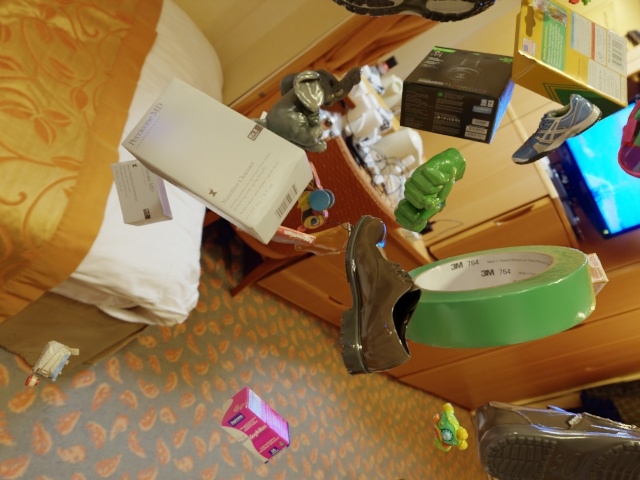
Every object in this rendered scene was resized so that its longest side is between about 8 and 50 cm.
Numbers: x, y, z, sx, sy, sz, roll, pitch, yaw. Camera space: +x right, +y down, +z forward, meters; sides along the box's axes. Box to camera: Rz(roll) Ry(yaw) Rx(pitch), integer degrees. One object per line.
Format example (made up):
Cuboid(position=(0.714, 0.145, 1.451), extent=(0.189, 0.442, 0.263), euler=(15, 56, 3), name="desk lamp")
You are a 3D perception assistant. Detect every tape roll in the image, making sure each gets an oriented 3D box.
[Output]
Cuboid(position=(0.283, 0.086, 0.750), extent=(0.321, 0.321, 0.077), euler=(-26, 104, -64), name="tape roll")

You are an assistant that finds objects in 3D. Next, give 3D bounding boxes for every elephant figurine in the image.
Cuboid(position=(-0.030, -0.351, 1.066), extent=(0.186, 0.169, 0.240), euler=(8, 102, -65), name="elephant figurine")

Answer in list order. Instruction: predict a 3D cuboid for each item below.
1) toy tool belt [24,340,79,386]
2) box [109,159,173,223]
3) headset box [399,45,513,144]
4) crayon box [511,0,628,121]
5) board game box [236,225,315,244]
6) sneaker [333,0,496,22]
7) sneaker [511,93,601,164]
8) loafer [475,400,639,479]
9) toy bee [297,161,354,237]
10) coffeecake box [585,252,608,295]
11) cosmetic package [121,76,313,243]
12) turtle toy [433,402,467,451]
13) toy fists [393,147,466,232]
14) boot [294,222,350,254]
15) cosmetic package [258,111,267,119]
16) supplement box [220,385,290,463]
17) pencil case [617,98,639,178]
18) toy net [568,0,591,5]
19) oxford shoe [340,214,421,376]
Cuboid(position=(-0.459, 0.218, 0.745), extent=(0.051, 0.052, 0.083), euler=(34, 78, -31), name="toy tool belt")
Cuboid(position=(-0.541, -0.143, 1.326), extent=(0.182, 0.119, 0.181), euler=(174, -98, -78), name="box")
Cuboid(position=(0.382, -0.407, 1.176), extent=(0.283, 0.246, 0.131), euler=(-52, 151, -38), name="headset box")
Cuboid(position=(0.573, -0.439, 1.028), extent=(0.322, 0.083, 0.203), euler=(18, 72, -16), name="crayon box")
Cuboid(position=(-0.135, -0.021, 1.220), extent=(0.145, 0.281, 0.027), euler=(19, 84, -23), name="board game box")
Cuboid(position=(0.171, -0.593, 0.921), extent=(0.158, 0.410, 0.182), euler=(173, -76, -85), name="sneaker")
Cuboid(position=(0.548, -0.264, 1.042), extent=(0.081, 0.211, 0.080), euler=(40, 40, -12), name="sneaker")
Cuboid(position=(0.430, 0.337, 0.739), extent=(0.365, 0.134, 0.130), euler=(16, 19, -9), name="loafer")
Cuboid(position=(-0.029, -0.106, 1.451), extent=(0.298, 0.162, 0.195), euler=(64, 16, 21), name="toy bee")
Cuboid(position=(0.486, 0.101, 0.935), extent=(0.142, 0.185, 0.068), euler=(67, 16, -58), name="coffeecake box")
Cuboid(position=(-0.236, -0.186, 1.023), extent=(0.385, 0.217, 0.156), euler=(30, -9, 11), name="cosmetic package")
Cuboid(position=(0.317, 0.481, 1.086), extent=(0.095, 0.066, 0.130), euler=(-115, -170, -52), name="turtle toy")
Cuboid(position=(0.275, -0.114, 1.126), extent=(0.096, 0.142, 0.279), euler=(55, -18, 20), name="toy fists")
Cuboid(position=(0.000, -0.001, 1.814), extent=(0.211, 0.295, 0.104), euler=(4, 70, -11), name="boot")
Cuboid(position=(-0.237, -0.345, 1.580), extent=(0.085, 0.231, 0.117), euler=(28, 49, -17), name="cosmetic package")
Cuboid(position=(-0.214, 0.609, 1.433), extent=(0.220, 0.111, 0.114), euler=(48, 6, -18), name="supplement box")
Cuboid(position=(0.445, -0.107, 0.477), extent=(0.236, 0.104, 0.104), euler=(1, 59, -20), name="pencil case")
Cuboid(position=(0.506, -0.573, 0.922), extent=(0.232, 0.045, 0.122), euler=(-8, 106, -31), name="toy net")
Cuboid(position=(0.084, 0.058, 0.557), extent=(0.083, 0.096, 0.227), euler=(49, 34, -46), name="oxford shoe")
